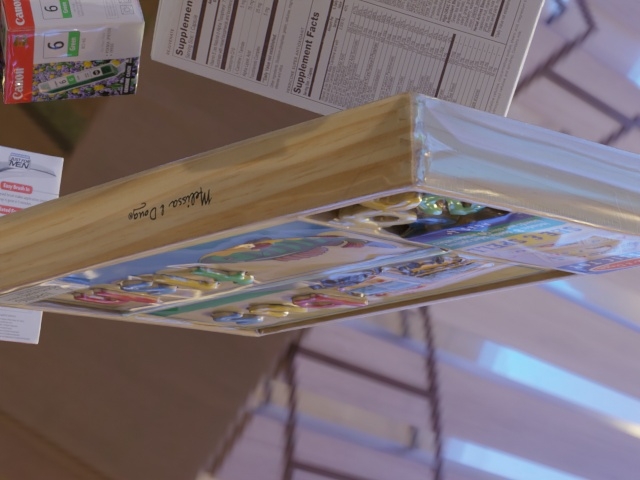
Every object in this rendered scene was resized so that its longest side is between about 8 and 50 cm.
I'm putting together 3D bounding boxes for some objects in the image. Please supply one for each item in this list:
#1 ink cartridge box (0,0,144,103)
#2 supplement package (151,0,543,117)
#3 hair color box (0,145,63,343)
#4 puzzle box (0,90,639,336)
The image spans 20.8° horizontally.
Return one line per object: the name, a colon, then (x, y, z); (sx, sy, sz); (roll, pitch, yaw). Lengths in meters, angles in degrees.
ink cartridge box: (-0.160, -0.108, 0.987); (0.063, 0.115, 0.029); (106, -27, -51)
supplement package: (0.041, -0.219, 1.286); (0.199, 0.263, 0.198); (-66, 173, -53)
hair color box: (-0.285, 0.002, 1.521); (0.053, 0.093, 0.167); (6, -93, 48)
puzzle box: (0.000, 0.000, 1.085); (0.409, 0.272, 0.052); (-13, -106, 45)
